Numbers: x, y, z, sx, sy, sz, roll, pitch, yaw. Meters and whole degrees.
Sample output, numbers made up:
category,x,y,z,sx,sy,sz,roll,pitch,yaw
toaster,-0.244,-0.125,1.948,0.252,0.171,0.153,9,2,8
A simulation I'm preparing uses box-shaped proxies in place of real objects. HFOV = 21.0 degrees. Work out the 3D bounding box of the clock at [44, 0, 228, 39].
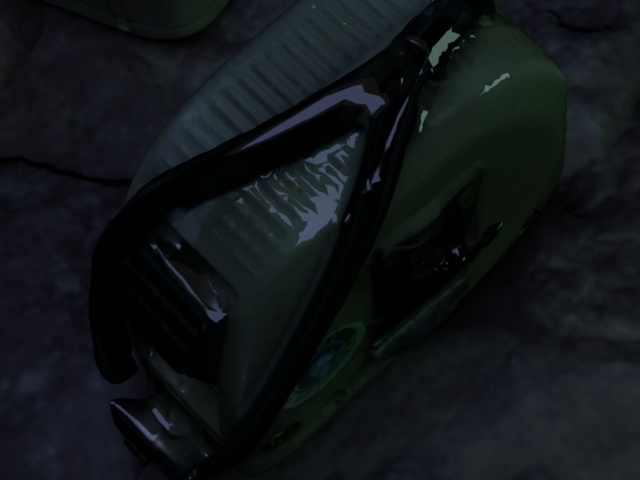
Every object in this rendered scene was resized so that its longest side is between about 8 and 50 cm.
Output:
category,x,y,z,sx,sy,sz,roll,pitch,yaw
clock,-0.092,-0.206,0.892,0.151,0.062,0.191,21,73,16

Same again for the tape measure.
category,x,y,z,sx,sy,sz,roll,pitch,yaw
tape measure,0.000,0.000,0.724,0.235,0.207,0.115,-42,72,-11
